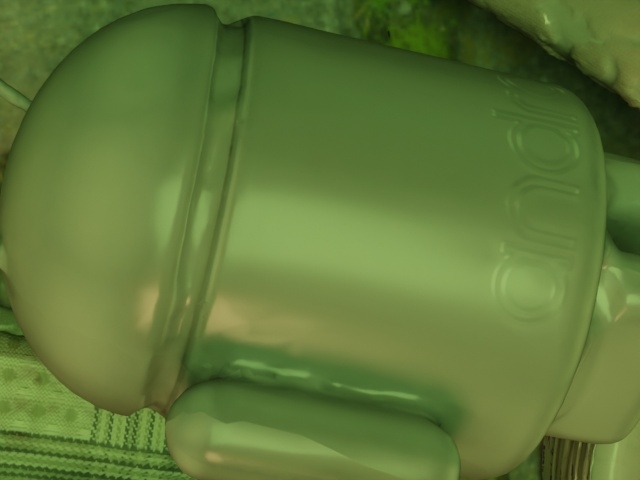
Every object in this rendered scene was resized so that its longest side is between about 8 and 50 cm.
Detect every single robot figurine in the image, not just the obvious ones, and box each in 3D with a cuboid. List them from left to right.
[{"bbox_3d":[0.000,0.000,0.720,0.354,0.300,0.199,11,130,-9],"label":"robot figurine"}]

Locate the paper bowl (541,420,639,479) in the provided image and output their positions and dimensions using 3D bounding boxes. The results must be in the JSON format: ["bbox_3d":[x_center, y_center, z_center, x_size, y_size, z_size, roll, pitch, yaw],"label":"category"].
[{"bbox_3d":[0.276,0.136,0.815,0.284,0.148,0.284,0,93,-9],"label":"paper bowl"}]

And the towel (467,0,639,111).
[{"bbox_3d":[0.243,-0.195,0.765,0.332,0.053,0.317,39,84,27],"label":"towel"}]

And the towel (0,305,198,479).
[{"bbox_3d":[-0.137,0.199,0.802,0.324,0.056,0.312,9,93,-12],"label":"towel"}]
